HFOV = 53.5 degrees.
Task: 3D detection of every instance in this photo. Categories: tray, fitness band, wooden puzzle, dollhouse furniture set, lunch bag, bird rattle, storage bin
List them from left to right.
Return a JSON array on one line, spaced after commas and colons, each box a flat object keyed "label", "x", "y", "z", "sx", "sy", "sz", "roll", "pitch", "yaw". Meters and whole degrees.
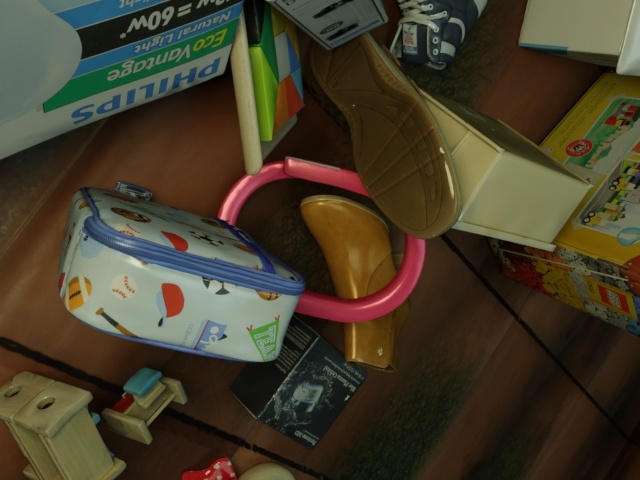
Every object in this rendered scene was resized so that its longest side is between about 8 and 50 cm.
[{"label": "dollhouse furniture set", "x": -0.292, "y": 0.206, "z": 0.808, "sx": 0.183, "sy": 0.129, "sz": 0.129, "roll": -47, "pitch": 134, "yaw": -45}, {"label": "lunch bag", "x": -0.155, "y": 0.026, "z": 0.701, "sx": 0.243, "sy": 0.303, "sz": 0.115, "roll": 15, "pitch": 98, "yaw": -24}, {"label": "bird rattle", "x": -0.126, "y": 0.454, "z": 1.057, "sx": 0.207, "sy": 0.143, "sz": 0.253, "roll": -26, "pitch": 110, "yaw": -41}, {"label": "wooden puzzle", "x": -0.058, "y": -0.217, "z": 0.741, "sx": 0.044, "sy": 0.238, "sz": 0.221, "roll": -1, "pitch": 117, "yaw": 9}, {"label": "fitness band", "x": 0.000, "y": 0.000, "z": 0.878, "sx": 0.291, "sy": 0.054, "sz": 0.209, "roll": 15, "pitch": 99, "yaw": -5}, {"label": "storage bin", "x": 0.234, "y": -0.122, "z": 0.978, "sx": 0.262, "sy": 0.260, "sz": 0.123, "roll": 9, "pitch": 119, "yaw": -40}, {"label": "tray", "x": 0.541, "y": -0.391, "z": 0.987, "sx": 0.145, "sy": 0.030, "sz": 0.270, "roll": -7, "pitch": 112, "yaw": -35}]

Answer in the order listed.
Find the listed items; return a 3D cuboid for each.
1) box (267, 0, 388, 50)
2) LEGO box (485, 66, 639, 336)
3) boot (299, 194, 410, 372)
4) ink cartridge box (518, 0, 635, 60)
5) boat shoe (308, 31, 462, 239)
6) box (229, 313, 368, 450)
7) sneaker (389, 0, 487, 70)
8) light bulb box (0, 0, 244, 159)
[{"label": "box", "x": -0.011, "y": -0.312, "z": 0.663, "sx": 0.087, "sy": 0.290, "sz": 0.169, "roll": -21, "pitch": 92, "yaw": 14}, {"label": "LEGO box", "x": 0.612, "y": -0.103, "z": 1.202, "sx": 0.500, "sy": 0.372, "sz": 0.193, "roll": -46, "pitch": 130, "yaw": -13}, {"label": "boot", "x": 0.057, "y": 0.079, "z": 0.969, "sx": 0.295, "sy": 0.104, "sz": 0.211, "roll": 38, "pitch": 53, "yaw": -46}, {"label": "ink cartridge box", "x": 0.530, "y": -0.415, "z": 1.121, "sx": 0.270, "sy": 0.198, "sz": 0.197, "roll": -3, "pitch": 110, "yaw": -38}, {"label": "boat shoe", "x": 0.103, "y": -0.152, "z": 0.842, "sx": 0.123, "sy": 0.342, "sz": 0.123, "roll": 5, "pitch": 140, "yaw": -49}, {"label": "box", "x": -0.031, "y": 0.228, "z": 1.023, "sx": 0.158, "sy": 0.093, "sz": 0.156, "roll": -52, "pitch": 131, "yaw": -7}, {"label": "sneaker", "x": 0.130, "y": -0.354, "z": 0.899, "sx": 0.282, "sy": 0.099, "sz": 0.153, "roll": 29, "pitch": 88, "yaw": -45}, {"label": "light bulb box", "x": -0.241, "y": -0.242, "z": 0.448, "sx": 0.358, "sy": 0.361, "sz": 0.225, "roll": -30, "pitch": 82, "yaw": -25}]
